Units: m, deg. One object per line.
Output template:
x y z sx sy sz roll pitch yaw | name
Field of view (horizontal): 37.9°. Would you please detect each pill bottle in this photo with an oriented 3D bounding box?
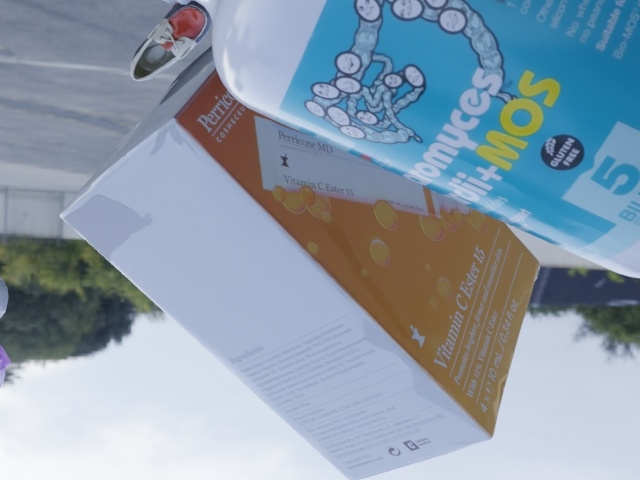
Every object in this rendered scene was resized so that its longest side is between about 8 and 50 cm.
0.056 -0.097 0.393 0.264 0.146 0.146 23 179 -5 | pill bottle

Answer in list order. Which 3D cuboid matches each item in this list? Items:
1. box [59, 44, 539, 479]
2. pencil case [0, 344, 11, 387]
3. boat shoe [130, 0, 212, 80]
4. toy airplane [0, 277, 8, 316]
0.000 0.000 0.784 0.168 0.345 0.215 -30 -157 41 | box
-0.318 0.127 0.788 0.088 0.086 0.206 -32 -170 -11 | pencil case
-0.165 -0.221 1.029 0.049 0.043 0.137 43 137 -19 | boat shoe
-0.353 0.095 0.468 0.386 0.384 0.272 -14 166 25 | toy airplane
